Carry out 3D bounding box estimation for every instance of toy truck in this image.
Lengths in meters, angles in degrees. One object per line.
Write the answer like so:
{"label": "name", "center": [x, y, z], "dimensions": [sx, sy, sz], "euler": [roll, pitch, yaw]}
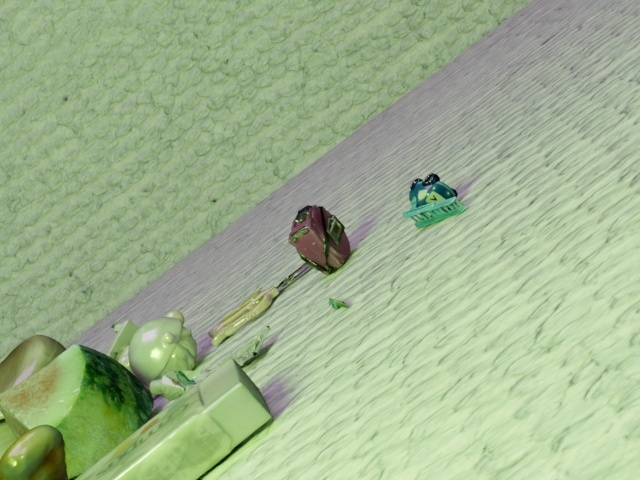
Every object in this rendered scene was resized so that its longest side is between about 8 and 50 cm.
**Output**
{"label": "toy truck", "center": [0.192, -0.068, 1.844], "dimensions": [0.136, 0.063, 0.074], "euler": [-21, 38, 55]}

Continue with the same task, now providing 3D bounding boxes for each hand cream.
{"label": "hand cream", "center": [-0.187, 0.216, 1.907], "dimensions": [0.257, 0.050, 0.084], "euler": [-25, 16, 28]}

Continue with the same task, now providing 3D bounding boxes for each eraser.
{"label": "eraser", "center": [-0.247, 0.316, 1.515], "dimensions": [0.396, 0.082, 0.213], "euler": [-38, 9, -5]}

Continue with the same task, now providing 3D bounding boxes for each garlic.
{"label": "garlic", "center": [-0.603, 0.321, 2.212], "dimensions": [0.340, 0.245, 0.232], "euler": [-41, -26, -59]}

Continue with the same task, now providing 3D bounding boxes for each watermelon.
{"label": "watermelon", "center": [-0.406, 0.310, 1.910], "dimensions": [0.231, 0.193, 0.310], "euler": [-7, 31, 19]}

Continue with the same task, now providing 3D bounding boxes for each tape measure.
{"label": "tape measure", "center": [0.000, 0.000, 2.053], "dimensions": [0.074, 0.118, 0.125], "euler": [-31, 28, 24]}

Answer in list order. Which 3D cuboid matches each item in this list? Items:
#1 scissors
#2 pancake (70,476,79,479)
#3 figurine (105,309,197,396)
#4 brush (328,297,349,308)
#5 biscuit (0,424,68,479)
{"label": "scissors", "center": [-0.087, 0.093, 2.207], "dimensions": [0.317, 0.024, 0.160], "euler": [-38, 9, -4]}
{"label": "pancake", "center": [-0.361, 0.374, 1.866], "dimensions": [0.190, 0.020, 0.184], "euler": [-38, 10, -6]}
{"label": "figurine", "center": [-0.319, 0.210, 2.162], "dimensions": [0.256, 0.145, 0.182], "euler": [-23, 14, 47]}
{"label": "brush", "center": [0.027, 0.099, 1.764], "dimensions": [0.013, 0.016, 0.083], "euler": [-52, 11, -9]}
{"label": "biscuit", "center": [-0.448, 0.395, 1.600], "dimensions": [0.237, 0.062, 0.291], "euler": [-45, -20, -30]}
